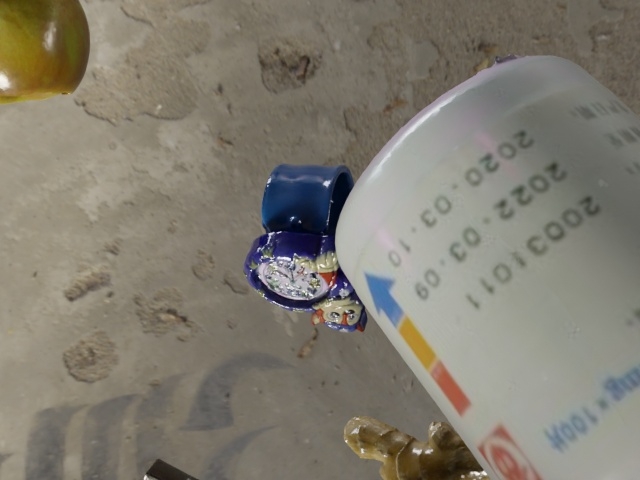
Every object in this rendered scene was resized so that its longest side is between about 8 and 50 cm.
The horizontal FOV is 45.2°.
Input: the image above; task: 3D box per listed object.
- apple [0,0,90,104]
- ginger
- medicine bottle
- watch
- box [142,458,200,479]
[{"bbox_3d":[-0.463,-0.296,1.159,0.237,0.237,0.207,-9,79,4],"label":"apple"},{"bbox_3d":[0.186,0.346,1.186,0.334,0.081,0.148,-7,74,27],"label":"ginger"},{"bbox_3d":[0.147,0.064,0.363,0.170,0.170,0.293,-34,65,-2],"label":"medicine bottle"},{"bbox_3d":[-0.007,-0.005,1.074,0.171,0.196,0.200,7,54,7],"label":"watch"},{"bbox_3d":[-0.209,0.470,1.058,0.180,0.047,0.325,27,110,4],"label":"box"}]
